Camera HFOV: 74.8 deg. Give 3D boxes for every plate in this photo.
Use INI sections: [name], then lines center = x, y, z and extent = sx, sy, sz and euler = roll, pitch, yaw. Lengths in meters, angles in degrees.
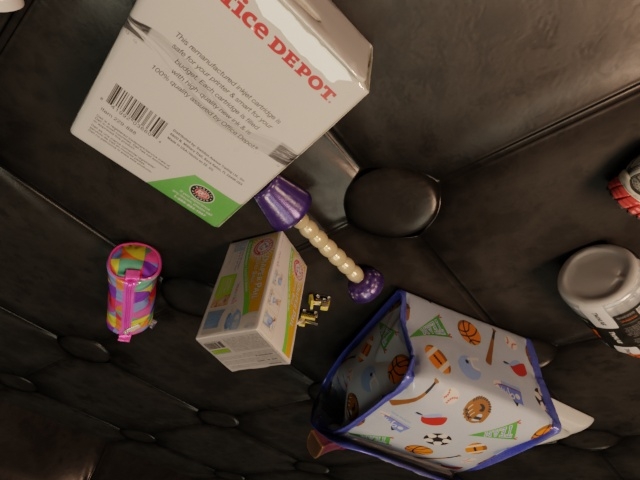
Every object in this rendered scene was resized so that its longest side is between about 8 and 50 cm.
[plate]
center = 0.500, 0.475, 1.087
extent = 0.278, 0.045, 0.277
euler = 28, 134, -17

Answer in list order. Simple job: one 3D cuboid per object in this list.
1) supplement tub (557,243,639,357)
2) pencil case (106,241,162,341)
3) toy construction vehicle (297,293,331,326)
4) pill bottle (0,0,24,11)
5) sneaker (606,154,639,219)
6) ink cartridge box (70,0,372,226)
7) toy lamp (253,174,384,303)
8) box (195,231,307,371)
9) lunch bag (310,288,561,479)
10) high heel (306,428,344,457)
[supplement tub]
center = 0.468, 0.100, 0.653
extent = 0.190, 0.117, 0.117
euler = 39, 130, -25
[pencil case]
center = -0.377, 0.106, 0.839
extent = 0.104, 0.104, 0.236
euler = 19, 135, -9
[toy construction vehicle]
center = -0.032, 0.142, 0.854
extent = 0.098, 0.035, 0.086
euler = 11, 136, 0
[pill bottle]
center = -0.352, -0.306, 0.432
extent = 0.065, 0.065, 0.116
euler = 12, 137, -2
[sneaker]
center = 0.486, -0.057, 0.509
extent = 0.225, 0.088, 0.092
euler = 12, 135, -2
[ink cartridge box]
center = -0.112, -0.174, 0.479
extent = 0.211, 0.121, 0.289
euler = 37, 130, -25
[toy lamp]
center = 0.000, 0.000, 0.673
extent = 0.080, 0.080, 0.274
euler = -22, 129, 30
[box]
center = -0.104, 0.096, 0.699
extent = 0.114, 0.203, 0.103
euler = -14, 132, 21
[lunch bag]
center = 0.196, 0.332, 0.846
extent = 0.328, 0.239, 0.385
euler = 24, 130, -13
[high heel]
center = 0.095, 0.445, 1.130
extent = 0.181, 0.127, 0.377
euler = -8, 139, -38
